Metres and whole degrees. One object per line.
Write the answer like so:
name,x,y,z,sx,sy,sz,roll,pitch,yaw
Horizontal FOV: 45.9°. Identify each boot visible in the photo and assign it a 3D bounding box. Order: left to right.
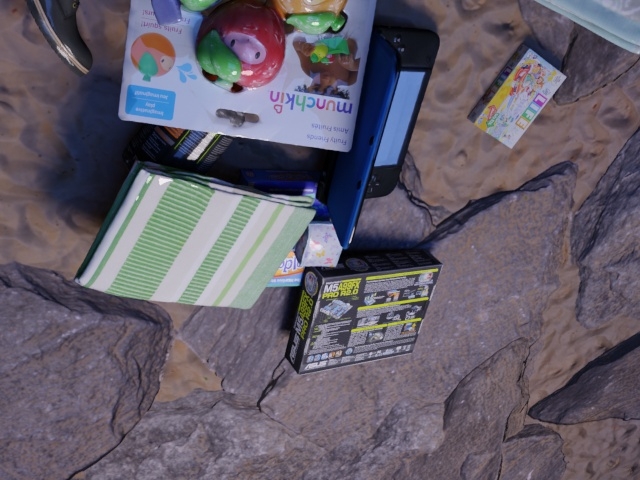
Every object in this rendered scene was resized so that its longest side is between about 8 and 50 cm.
boot,-0.317,-0.328,0.988,0.137,0.077,0.198,-31,128,-6

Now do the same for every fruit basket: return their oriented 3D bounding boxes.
fruit basket,-0.080,-0.309,0.983,0.327,0.165,0.353,7,96,-16

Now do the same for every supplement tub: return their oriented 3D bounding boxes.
supplement tub,-0.192,-0.161,1.111,0.117,0.117,0.190,34,105,-34

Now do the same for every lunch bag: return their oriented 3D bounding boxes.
lunch bag,0.000,0.000,1.269,0.071,0.053,0.083,0,131,-22

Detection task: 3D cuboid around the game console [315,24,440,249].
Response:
game console,0.108,-0.159,1.146,0.250,0.173,0.293,-10,126,-41

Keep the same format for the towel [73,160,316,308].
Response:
towel,-0.184,0.003,1.162,0.325,0.038,0.248,10,125,-42

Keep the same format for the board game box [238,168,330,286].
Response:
board game box,-0.069,-0.018,1.292,0.160,0.047,0.210,-1,122,-21

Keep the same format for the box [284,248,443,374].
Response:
box,0.081,0.130,1.407,0.270,0.060,0.216,-6,123,-32

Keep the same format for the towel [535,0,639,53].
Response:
towel,0.395,-0.476,1.047,0.374,0.090,0.320,30,108,7

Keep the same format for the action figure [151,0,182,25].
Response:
action figure,-0.272,-0.385,0.790,0.178,0.330,0.341,-17,121,-2

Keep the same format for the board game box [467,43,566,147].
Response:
board game box,0.341,-0.248,1.313,0.103,0.026,0.154,24,110,-32
